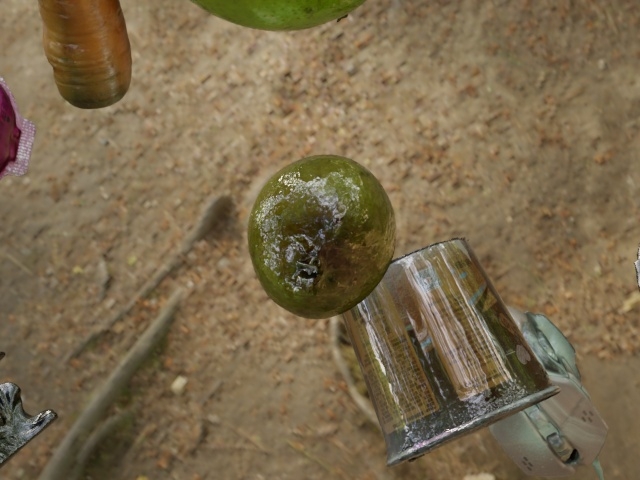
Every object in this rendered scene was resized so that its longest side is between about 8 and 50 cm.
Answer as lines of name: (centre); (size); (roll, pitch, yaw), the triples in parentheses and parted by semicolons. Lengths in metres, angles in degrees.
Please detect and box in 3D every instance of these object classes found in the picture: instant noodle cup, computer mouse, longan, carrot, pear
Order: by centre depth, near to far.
carrot: (-0.226, -0.215, 1.191); (0.087, 0.193, 0.087); (-2, 41, 2)
longan: (0.000, 0.000, 1.202); (0.145, 0.155, 0.176); (-17, 20, 13)
pear: (-0.104, -0.295, 1.245); (0.288, 0.239, 0.139); (36, 106, 29)
instant noodle cup: (0.132, 0.124, 1.433); (0.217, 0.217, 0.207); (-27, 79, 13)
computer mouse: (0.344, 0.270, 2.027); (0.199, 0.389, 0.115); (-33, 16, 16)

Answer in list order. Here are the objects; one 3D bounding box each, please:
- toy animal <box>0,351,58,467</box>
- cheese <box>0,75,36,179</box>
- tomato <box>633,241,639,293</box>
toy animal: (-0.305, 0.096, 0.927); (0.210, 0.117, 0.121); (38, 43, 6)
cheese: (-0.362, -0.115, 1.084); (0.062, 0.244, 0.155); (-28, 51, 51)
tomato: (0.390, 0.045, 1.078); (0.214, 0.155, 0.181); (0, 49, 35)
